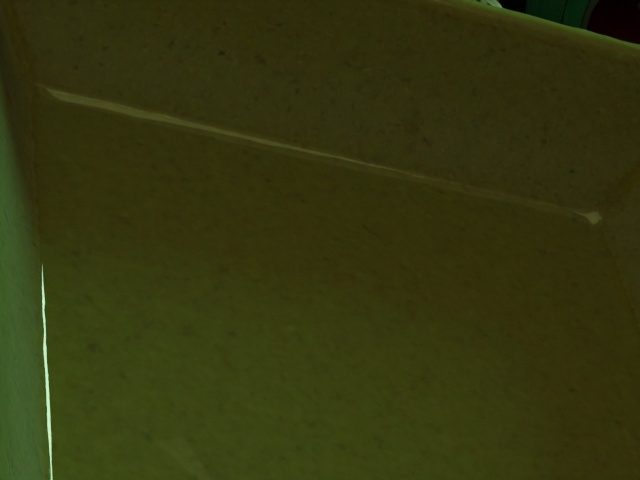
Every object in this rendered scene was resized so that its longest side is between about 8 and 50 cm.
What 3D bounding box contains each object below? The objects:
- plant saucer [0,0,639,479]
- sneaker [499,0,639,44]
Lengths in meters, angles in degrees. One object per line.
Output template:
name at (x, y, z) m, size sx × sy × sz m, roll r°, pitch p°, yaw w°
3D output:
plant saucer at (0.028, 0.036, 0.650) m, size 0.333 × 0.081 × 0.332 m, roll 12°, pitch 39°, yaw -21°
sneaker at (0.147, -0.164, 1.046) m, size 0.178 × 0.124 × 0.295 m, roll 42°, pitch 20°, yaw 8°
